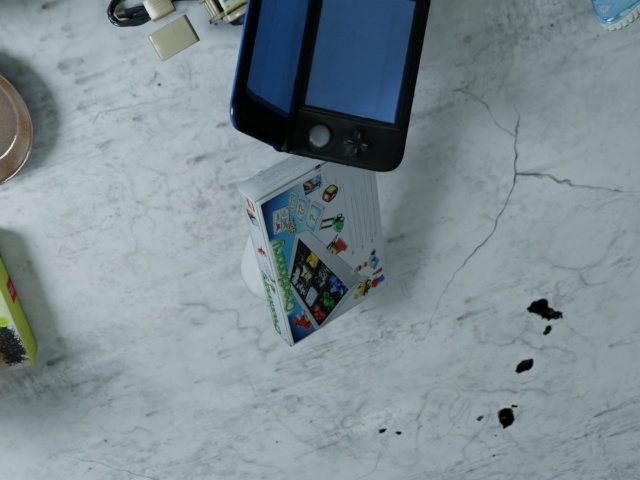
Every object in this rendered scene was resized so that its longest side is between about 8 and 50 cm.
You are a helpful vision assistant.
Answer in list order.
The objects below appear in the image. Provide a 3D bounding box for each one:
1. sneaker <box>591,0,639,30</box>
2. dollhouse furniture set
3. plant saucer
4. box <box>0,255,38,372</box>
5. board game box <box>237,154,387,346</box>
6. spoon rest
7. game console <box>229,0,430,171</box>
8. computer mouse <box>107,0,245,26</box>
[{"bbox_3d":[0.442,-0.362,1.124,0.162,0.063,0.073,-39,115,14],"label":"sneaker"},{"bbox_3d":[-0.173,-0.335,0.998,0.160,0.101,0.182,-27,105,10],"label":"dollhouse furniture set"},{"bbox_3d":[-0.489,-0.161,1.118,0.198,0.036,0.199,-4,121,-7],"label":"plant saucer"},{"bbox_3d":[-0.509,0.096,1.254,0.087,0.058,0.232,-12,121,-2],"label":"box"},{"bbox_3d":[0.000,0.000,1.197,0.193,0.053,0.305,-30,138,-20],"label":"board game box"},{"bbox_3d":[-0.060,-0.006,1.262,0.137,0.084,0.276,-6,134,-4],"label":"spoon rest"},{"bbox_3d":[0.025,-0.248,0.998,0.250,0.173,0.293,10,90,-13],"label":"game console"},{"bbox_3d":[-0.159,-0.315,1.080,0.241,0.041,0.071,-5,108,2],"label":"computer mouse"}]
